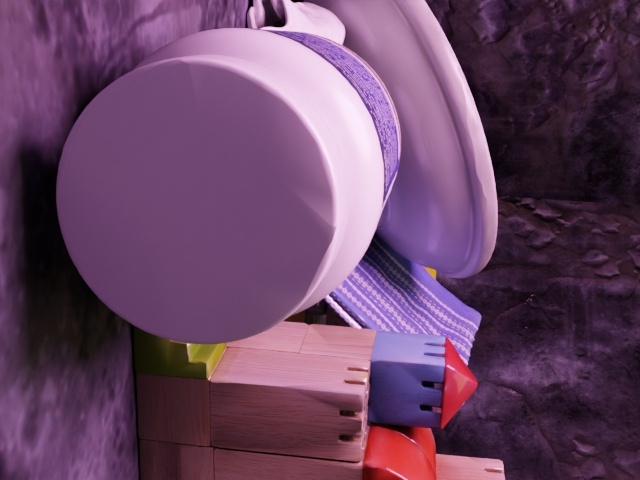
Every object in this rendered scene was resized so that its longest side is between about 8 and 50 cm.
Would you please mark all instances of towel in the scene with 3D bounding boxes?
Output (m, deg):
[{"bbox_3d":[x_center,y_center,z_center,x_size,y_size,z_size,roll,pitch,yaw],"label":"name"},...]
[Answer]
[{"bbox_3d":[0.084,0.058,1.019,0.040,0.243,0.336,-47,177,15],"label":"towel"}]

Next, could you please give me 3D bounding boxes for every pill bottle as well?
[{"bbox_3d":[-0.036,-0.042,0.502,0.264,0.153,0.153,-58,152,-76],"label":"pill bottle"}]

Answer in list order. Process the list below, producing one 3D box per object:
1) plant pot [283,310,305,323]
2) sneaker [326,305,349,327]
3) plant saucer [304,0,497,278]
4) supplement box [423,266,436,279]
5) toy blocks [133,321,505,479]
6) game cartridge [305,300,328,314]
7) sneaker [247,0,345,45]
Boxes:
[{"bbox_3d":[-0.049,0.096,0.986,0.236,0.032,0.236,3,90,-83],"label":"plant pot"},{"bbox_3d":[0.084,0.111,1.266,0.366,0.135,0.150,-65,161,-61],"label":"sneaker"},{"bbox_3d":[0.054,-0.126,1.013,0.400,0.101,0.400,61,-12,22],"label":"plant saucer"},{"bbox_3d":[0.122,0.147,1.744,0.195,0.194,0.356,87,10,-49],"label":"supplement box"},{"bbox_3d":[0.016,0.210,0.627,0.191,0.261,0.381,-66,159,-70],"label":"toy blocks"},{"bbox_3d":[0.000,0.000,1.258,0.294,0.060,0.196,-47,144,-79],"label":"game cartridge"},{"bbox_3d":[-0.031,-0.200,0.832,0.094,0.080,0.212,54,16,-26],"label":"sneaker"}]
